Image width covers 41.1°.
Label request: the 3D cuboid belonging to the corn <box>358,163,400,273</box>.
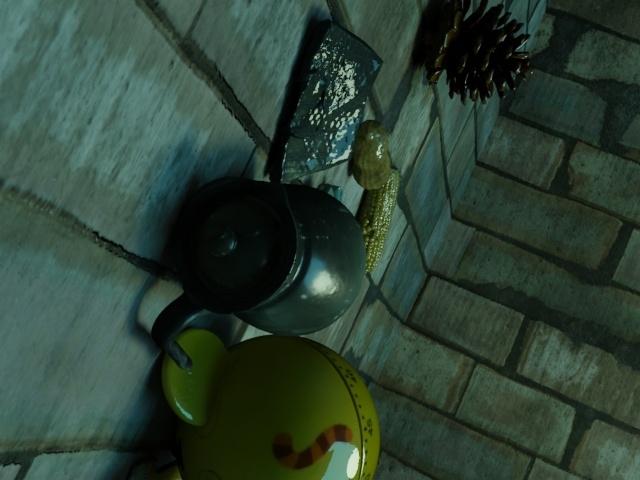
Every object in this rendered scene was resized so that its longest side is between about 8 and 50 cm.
[{"bbox_3d":[0.125,-0.045,2.015,0.086,0.086,0.288,-35,143,-63],"label":"corn"}]

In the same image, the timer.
[{"bbox_3d":[-0.100,0.320,1.366,0.387,0.376,0.376,1,114,-49],"label":"timer"}]

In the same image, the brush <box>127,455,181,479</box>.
[{"bbox_3d":[-0.273,0.402,1.444,0.103,0.013,0.272,-66,166,1],"label":"brush"}]

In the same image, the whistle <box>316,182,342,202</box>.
[{"bbox_3d":[0.000,0.000,1.640,0.186,0.093,0.274,-55,158,-36],"label":"whistle"}]

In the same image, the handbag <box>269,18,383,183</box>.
[{"bbox_3d":[0.003,-0.216,1.353,0.175,0.089,0.270,-20,132,-59],"label":"handbag"}]

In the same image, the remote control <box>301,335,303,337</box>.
[{"bbox_3d":[-0.068,0.227,1.854,0.162,0.029,0.061,-56,160,-34],"label":"remote control"}]

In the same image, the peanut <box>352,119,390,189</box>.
[{"bbox_3d":[0.104,-0.175,1.743,0.089,0.089,0.193,-60,165,-22],"label":"peanut"}]

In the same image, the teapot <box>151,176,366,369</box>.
[{"bbox_3d":[-0.114,0.029,1.174,0.285,0.305,0.223,23,48,-68],"label":"teapot"}]

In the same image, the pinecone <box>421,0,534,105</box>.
[{"bbox_3d":[0.350,-0.417,1.911,0.264,0.264,0.264,-58,163,-29],"label":"pinecone"}]
